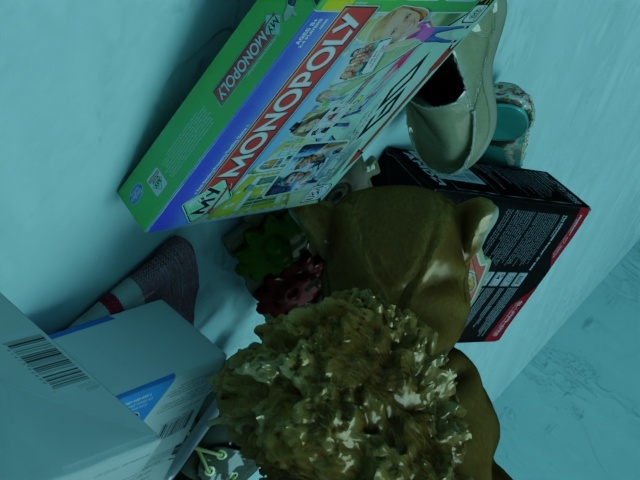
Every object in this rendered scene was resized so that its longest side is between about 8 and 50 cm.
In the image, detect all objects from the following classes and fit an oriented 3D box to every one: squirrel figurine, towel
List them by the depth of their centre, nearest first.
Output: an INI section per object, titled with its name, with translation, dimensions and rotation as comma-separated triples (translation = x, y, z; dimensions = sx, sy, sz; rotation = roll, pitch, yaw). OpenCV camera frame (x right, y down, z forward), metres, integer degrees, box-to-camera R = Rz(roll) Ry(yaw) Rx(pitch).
[squirrel figurine]
translation = 0.062, 0.134, 1.136
dimensions = 0.397, 0.281, 0.370
rotation = 0, 95, -80
[towel]
translation = -0.228, 0.159, 1.151
dimensions = 0.329, 0.037, 0.237
rotation = -43, 160, -25

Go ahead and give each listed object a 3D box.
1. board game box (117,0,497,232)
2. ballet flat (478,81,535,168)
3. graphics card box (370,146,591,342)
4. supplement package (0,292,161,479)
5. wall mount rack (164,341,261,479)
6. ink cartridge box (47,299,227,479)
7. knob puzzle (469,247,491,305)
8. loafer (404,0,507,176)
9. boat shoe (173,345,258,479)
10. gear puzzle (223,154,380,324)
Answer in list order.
[board game box]
translation = 0.009, -0.132, 0.981
dimensions = 0.213, 0.046, 0.317
rotation = -13, 152, -50
[ballet flat]
translation = 0.220, -0.150, 1.618
dimensions = 0.241, 0.091, 0.077
rotation = 86, 15, -71
[graphics card box]
translation = 0.156, 0.017, 1.597
dimensions = 0.371, 0.094, 0.233
rotation = 1, 127, -52
[supplement package]
translation = -0.279, 0.202, 0.868
dimensions = 0.293, 0.177, 0.175
rotation = -56, 163, 17
[wall mount rack]
translation = -0.096, 0.293, 1.351
dimensions = 0.304, 0.350, 0.130
rotation = -43, -164, 17
[ink cartridge box]
translation = -0.185, 0.164, 1.077
dimensions = 0.148, 0.086, 0.203
rotation = -18, 141, -57
[knob puzzle]
translation = 0.130, 0.085, 1.529
dimensions = 0.213, 0.030, 0.213
rotation = -30, 146, -22
[loafer]
translation = 0.116, -0.155, 1.294
dimensions = 0.092, 0.102, 0.268
rotation = -41, 151, -26
[boat shoe]
translation = -0.131, 0.243, 1.443
dimensions = 0.305, 0.109, 0.091
rotation = -55, 168, 25
[gear puzzle]
translation = 0.000, 0.000, 1.278
dimensions = 0.175, 0.044, 0.339
rotation = -35, 147, -8
